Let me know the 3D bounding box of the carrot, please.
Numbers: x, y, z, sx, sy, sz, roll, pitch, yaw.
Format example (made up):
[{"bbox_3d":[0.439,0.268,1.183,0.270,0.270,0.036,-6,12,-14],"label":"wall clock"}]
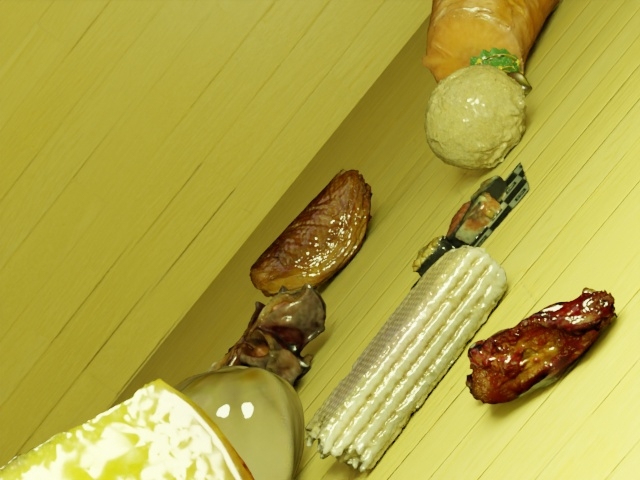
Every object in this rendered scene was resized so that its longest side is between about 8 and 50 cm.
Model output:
[{"bbox_3d":[0.219,-0.316,2.257,0.196,0.196,0.254,-46,9,39],"label":"carrot"}]

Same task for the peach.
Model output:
[{"bbox_3d":[-0.221,0.325,1.365,0.380,0.306,0.242,-34,-11,-29],"label":"peach"}]

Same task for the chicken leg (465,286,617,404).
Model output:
[{"bbox_3d":[0.151,0.084,1.224,0.093,0.053,0.205,-27,-4,-41],"label":"chicken leg"}]

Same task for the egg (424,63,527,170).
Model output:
[{"bbox_3d":[0.179,-0.143,1.926,0.140,0.116,0.118,-41,35,41],"label":"egg"}]

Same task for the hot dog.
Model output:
[{"bbox_3d":[-0.002,-0.002,2.406,0.227,0.099,0.160,-50,7,4],"label":"hot dog"}]

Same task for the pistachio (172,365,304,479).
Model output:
[{"bbox_3d":[-0.114,0.250,1.687,0.166,0.197,0.288,8,-62,-47],"label":"pistachio"}]

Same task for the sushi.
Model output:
[{"bbox_3d":[0.144,-0.005,1.777,0.201,0.031,0.139,-50,8,13],"label":"sushi"}]

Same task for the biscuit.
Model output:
[{"bbox_3d":[0.078,0.109,1.513,0.239,0.062,0.108,-51,5,-6],"label":"biscuit"}]

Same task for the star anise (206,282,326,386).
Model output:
[{"bbox_3d":[-0.068,0.160,2.067,0.220,0.099,0.214,-26,40,63],"label":"star anise"}]

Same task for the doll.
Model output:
[{"bbox_3d":[0.220,-0.201,2.102,0.078,0.076,0.113,-40,11,19],"label":"doll"}]
